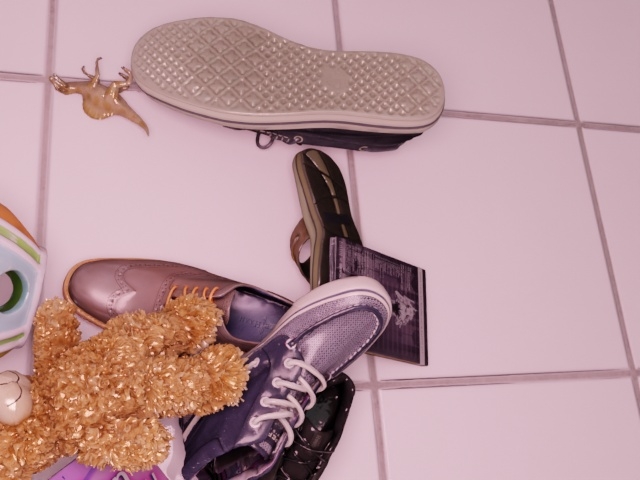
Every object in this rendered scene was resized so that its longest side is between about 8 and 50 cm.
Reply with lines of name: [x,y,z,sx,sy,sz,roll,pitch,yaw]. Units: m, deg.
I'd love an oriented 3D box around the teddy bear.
teddy bear: [-0.248,0.161,0.774,0.338,0.113,0.245,-3,57,-17]

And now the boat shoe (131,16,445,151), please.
boat shoe: [-0.053,-0.237,1.100,0.501,0.156,0.186,6,71,-8]

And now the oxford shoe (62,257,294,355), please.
oxford shoe: [-0.177,0.085,0.953,0.364,0.133,0.129,13,68,-13]

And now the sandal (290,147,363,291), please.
sandal: [0.001,-0.001,1.070,0.120,0.086,0.302,17,56,-44]

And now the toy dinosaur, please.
toy dinosaur: [-0.333,-0.229,1.072,0.183,0.053,0.092,26,80,1]

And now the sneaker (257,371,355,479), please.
sneaker: [-0.038,0.298,0.925,0.109,0.130,0.286,28,66,-9]

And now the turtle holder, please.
turtle holder: [-0.468,0.079,0.807,0.228,0.243,0.320,15,56,-30]

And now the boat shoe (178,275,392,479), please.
boat shoe: [-0.039,0.194,0.860,0.340,0.158,0.127,-39,118,14]

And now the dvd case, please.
dvd case: [0.093,0.099,1.045,0.221,0.018,0.164,20,63,-41]

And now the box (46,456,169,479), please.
box: [-0.250,0.380,0.778,0.243,0.117,0.213,49,27,4]
